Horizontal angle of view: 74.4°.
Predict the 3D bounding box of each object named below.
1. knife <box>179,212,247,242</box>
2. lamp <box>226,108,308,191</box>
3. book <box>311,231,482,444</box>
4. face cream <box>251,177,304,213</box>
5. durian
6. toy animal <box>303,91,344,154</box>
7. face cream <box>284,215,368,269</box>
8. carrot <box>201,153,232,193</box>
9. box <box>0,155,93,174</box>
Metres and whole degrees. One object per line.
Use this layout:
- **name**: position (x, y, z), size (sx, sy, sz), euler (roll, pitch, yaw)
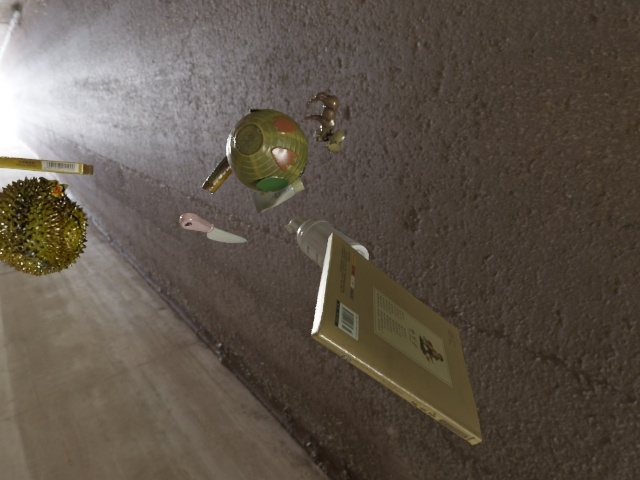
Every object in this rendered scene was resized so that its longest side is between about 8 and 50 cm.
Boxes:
- **knife**: position (-0.427, -0.029, 1.701), size (0.081, 0.336, 0.043), euler (-33, 56, 20)
- **lamp**: position (-0.151, -0.262, 1.295), size (0.250, 0.284, 0.250), euler (-3, 82, 18)
- **book**: position (0.076, 0.089, 0.407), size (0.198, 0.138, 0.016), euler (38, 122, -18)
- **face cream**: position (-0.182, -0.204, 1.802), size (0.070, 0.224, 0.114), euler (65, -178, -62)
- **durian**: position (-0.824, -0.043, 1.221), size (0.258, 0.258, 0.293), euler (8, 104, 52)
- **toy animal**: position (0.027, -0.458, 1.648), size (0.186, 0.094, 0.214), euler (25, 117, 11)
- **face cream**: position (0.000, 0.000, 1.484), size (0.369, 0.145, 0.145), euler (39, 132, 45)
- **carrot**: position (-0.351, -0.287, 1.613), size (0.260, 0.070, 0.070), euler (-50, 52, -1)
- **box**: position (-0.504, -0.135, 0.760), size (0.089, 0.156, 0.022), euler (-160, 73, -74)
